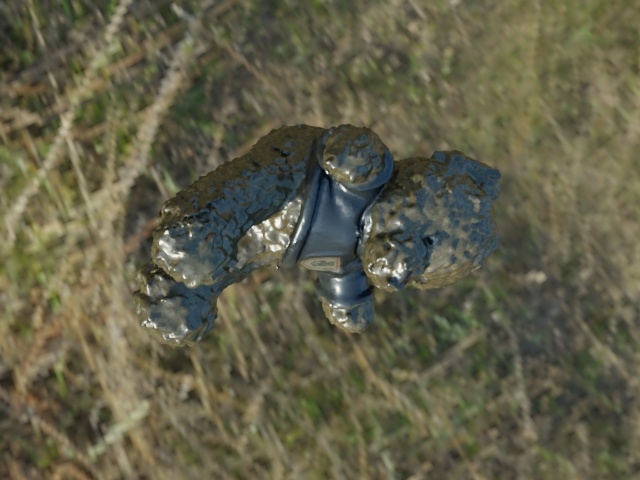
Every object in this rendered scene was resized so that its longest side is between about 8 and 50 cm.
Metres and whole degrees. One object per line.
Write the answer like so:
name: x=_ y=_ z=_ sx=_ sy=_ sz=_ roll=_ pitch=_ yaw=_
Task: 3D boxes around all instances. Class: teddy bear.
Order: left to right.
teddy bear: x=-0.005 y=-0.018 z=1.324 sx=0.251 sy=0.129 sz=0.182 roll=-4 pitch=152 yaw=-9
